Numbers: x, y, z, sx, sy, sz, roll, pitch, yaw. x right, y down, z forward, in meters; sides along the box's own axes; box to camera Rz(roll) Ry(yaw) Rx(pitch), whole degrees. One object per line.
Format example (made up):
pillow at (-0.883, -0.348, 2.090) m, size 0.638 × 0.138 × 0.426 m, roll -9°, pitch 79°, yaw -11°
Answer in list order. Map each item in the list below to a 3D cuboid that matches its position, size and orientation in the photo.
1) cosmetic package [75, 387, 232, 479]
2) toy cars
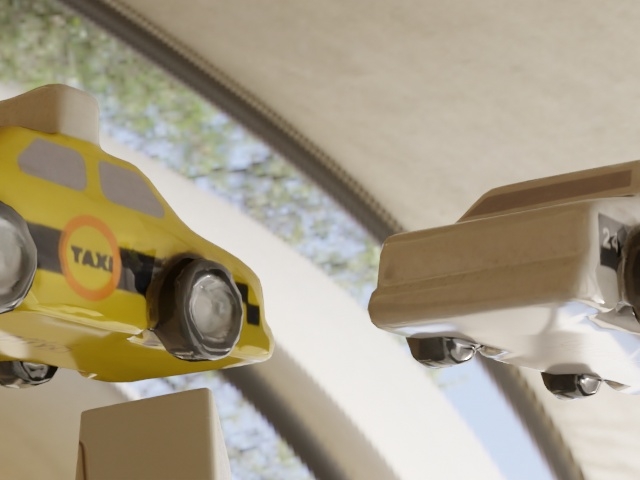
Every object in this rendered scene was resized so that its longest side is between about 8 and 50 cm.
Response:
cosmetic package at (-0.113, 0.260, 1.116) m, size 0.309 × 0.113 × 0.160 m, roll -104°, pitch -176°, yaw -64°
toy cars at (0.000, 0.000, 0.523) m, size 0.176 × 0.393 × 0.087 m, roll 129°, pitch -37°, yaw -72°
